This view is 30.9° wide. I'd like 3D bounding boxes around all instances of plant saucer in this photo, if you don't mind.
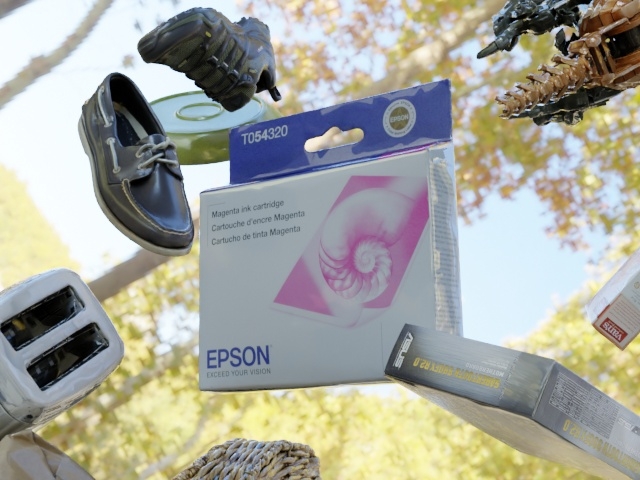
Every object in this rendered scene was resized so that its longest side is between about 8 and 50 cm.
[{"bbox_3d":[-0.166,-0.165,1.614,0.241,0.241,0.037,39,-42,53],"label":"plant saucer"}]

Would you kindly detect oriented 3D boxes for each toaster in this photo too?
[{"bbox_3d":[-0.281,0.114,1.025,0.129,0.146,0.227,57,28,-1],"label":"toaster"}]

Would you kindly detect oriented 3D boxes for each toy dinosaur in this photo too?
[{"bbox_3d":[0.284,-0.209,1.176,0.218,0.322,0.164,-8,-90,54],"label":"toy dinosaur"}]

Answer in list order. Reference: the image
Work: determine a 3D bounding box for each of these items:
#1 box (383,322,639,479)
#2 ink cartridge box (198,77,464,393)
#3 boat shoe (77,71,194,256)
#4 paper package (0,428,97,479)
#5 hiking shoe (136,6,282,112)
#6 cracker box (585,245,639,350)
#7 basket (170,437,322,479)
[{"bbox_3d":[0.199,0.159,1.073,0.231,0.056,0.183,32,-14,-38],"label":"box"},{"bbox_3d":[0.000,0.000,1.293,0.324,0.071,0.330,-9,-102,36],"label":"ink cartridge box"},{"bbox_3d":[-0.159,-0.070,1.014,0.206,0.075,0.065,58,-48,38],"label":"boat shoe"},{"bbox_3d":[-0.298,0.367,0.887,0.168,0.325,0.309,41,20,-22],"label":"paper package"},{"bbox_3d":[-0.125,-0.218,1.429,0.086,0.227,0.114,-29,-101,37],"label":"hiking shoe"},{"bbox_3d":[0.498,0.047,1.728,0.067,0.232,0.156,40,11,3],"label":"cracker box"},{"bbox_3d":[-0.144,0.383,1.601,0.299,0.223,0.213,-5,91,-69],"label":"basket"}]
